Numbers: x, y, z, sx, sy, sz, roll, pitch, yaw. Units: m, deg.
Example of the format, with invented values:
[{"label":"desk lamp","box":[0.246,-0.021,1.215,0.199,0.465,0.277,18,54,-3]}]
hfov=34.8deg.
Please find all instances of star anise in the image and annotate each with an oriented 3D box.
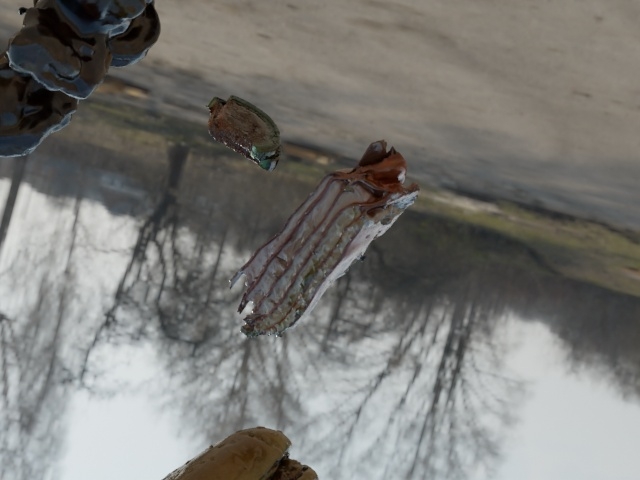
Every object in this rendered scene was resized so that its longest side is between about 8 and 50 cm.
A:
[{"label":"star anise","box":[-0.109,-0.132,0.517,0.073,0.234,0.177,31,152,-18]}]

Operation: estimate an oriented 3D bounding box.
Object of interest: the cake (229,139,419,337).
[{"label":"cake","box":[0.004,0.005,1.191,0.098,0.287,0.135,48,-161,8]}]

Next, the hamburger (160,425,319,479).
[{"label":"hamburger","box":[-0.141,0.335,1.235,0.145,0.283,0.259,49,-131,6]}]

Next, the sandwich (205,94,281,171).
[{"label":"sandwich","box":[-0.066,-0.097,0.906,0.069,0.026,0.101,24,-158,-19]}]
